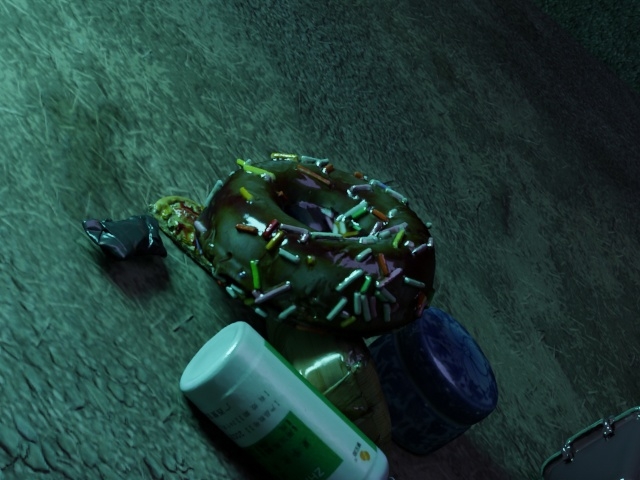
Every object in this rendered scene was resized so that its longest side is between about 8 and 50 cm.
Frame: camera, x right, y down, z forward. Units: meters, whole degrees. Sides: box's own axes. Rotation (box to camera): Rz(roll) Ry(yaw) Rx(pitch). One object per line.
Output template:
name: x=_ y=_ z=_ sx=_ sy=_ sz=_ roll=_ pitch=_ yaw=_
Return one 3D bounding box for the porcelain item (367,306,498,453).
porcelain item: x=0.125 y=0.158 z=1.751 sx=0.147 sy=0.114 sz=0.147 roll=39 pitch=26 yaw=-24

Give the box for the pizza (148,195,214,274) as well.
pizza: x=-0.135 y=-0.021 z=1.647 sx=0.100 sy=0.029 sz=0.099 roll=47 pitch=22 yaw=-10

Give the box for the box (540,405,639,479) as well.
box: x=0.400 y=0.372 z=1.859 sx=0.294 sy=0.193 sz=0.167 roll=50 pitch=31 yaw=-4

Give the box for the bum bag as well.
bum bag: x=-0.190 y=-0.002 z=1.509 sx=0.058 sy=0.034 sz=0.124 roll=47 pitch=21 yaw=15

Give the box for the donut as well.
donut: x=0.000 y=0.000 z=1.586 sx=0.269 sy=0.103 sz=0.270 roll=16 pitch=24 yaw=-8

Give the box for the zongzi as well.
zongzi: x=0.017 y=0.152 z=1.612 sx=0.194 sy=0.099 sz=0.197 roll=-114 pitch=178 yaw=-54

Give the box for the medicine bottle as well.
medicine bottle: x=-0.015 y=0.194 z=1.465 sx=0.260 sy=0.095 sz=0.095 roll=43 pitch=24 yaw=-13
